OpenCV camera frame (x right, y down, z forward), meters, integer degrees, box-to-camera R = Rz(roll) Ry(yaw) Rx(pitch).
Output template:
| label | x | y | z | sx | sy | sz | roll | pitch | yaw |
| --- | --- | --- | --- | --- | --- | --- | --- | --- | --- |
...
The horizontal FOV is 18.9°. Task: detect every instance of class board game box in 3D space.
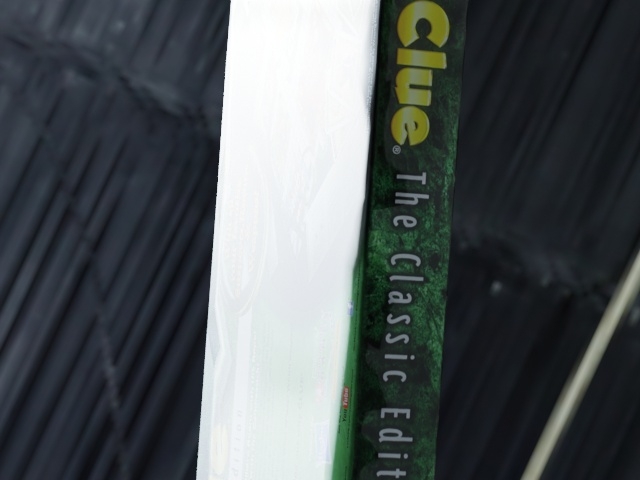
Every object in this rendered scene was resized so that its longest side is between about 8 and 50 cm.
| label | x | y | z | sx | sy | sz | roll | pitch | yaw |
| --- | --- | --- | --- | --- | --- | --- | --- | --- | --- |
| board game box | 0.000 | 0.000 | 0.556 | 0.030 | 0.259 | 0.136 | 4 | -179 | -23 |
